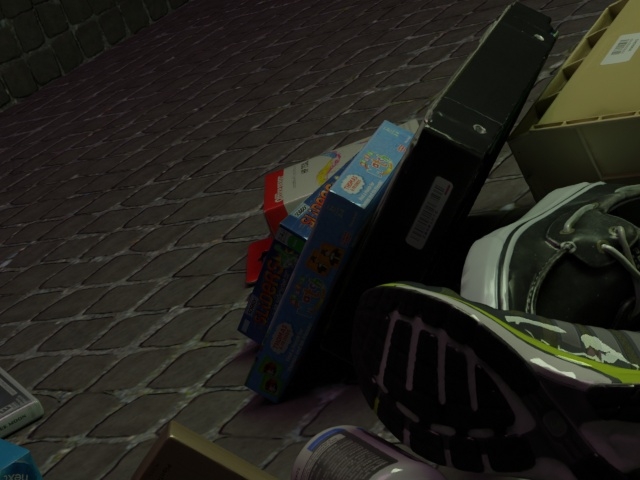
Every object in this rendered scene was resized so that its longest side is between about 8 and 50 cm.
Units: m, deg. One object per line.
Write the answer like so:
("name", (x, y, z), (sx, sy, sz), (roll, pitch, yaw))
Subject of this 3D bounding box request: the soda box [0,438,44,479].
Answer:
("soda box", (-0.308, 0.208, 1.264), (0.071, 0.067, 0.210), (-33, 21, -30))

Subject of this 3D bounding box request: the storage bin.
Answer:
("storage bin", (0.344, -0.132, 1.339), (0.260, 0.123, 0.262), (-5, 34, 43))

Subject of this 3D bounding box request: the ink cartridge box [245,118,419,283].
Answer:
("ink cartridge box", (0.015, -0.043, 1.593), (0.231, 0.078, 0.134), (-21, 18, 5))

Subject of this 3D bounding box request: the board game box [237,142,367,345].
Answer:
("board game box", (0.000, 0.000, 1.415), (0.035, 0.136, 0.201), (31, 36, 11))

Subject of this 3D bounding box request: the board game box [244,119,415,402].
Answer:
("board game box", (0.010, 0.017, 1.270), (0.039, 0.211, 0.160), (28, 31, 5))

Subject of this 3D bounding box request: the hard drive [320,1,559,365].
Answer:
("hard drive", (0.113, -0.058, 1.314), (0.064, 0.237, 0.339), (28, 33, 7))

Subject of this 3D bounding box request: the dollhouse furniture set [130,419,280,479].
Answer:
("dollhouse furniture set", (-0.100, 0.183, 0.978), (0.151, 0.144, 0.123), (-56, 12, 13))

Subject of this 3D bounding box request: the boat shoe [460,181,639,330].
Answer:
("boat shoe", (0.204, 0.020, 1.127), (0.119, 0.121, 0.335), (-16, 16, 31))

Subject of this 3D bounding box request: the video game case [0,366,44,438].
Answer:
("video game case", (-0.382, 0.187, 1.482), (0.173, 0.022, 0.190), (-29, 19, -20))

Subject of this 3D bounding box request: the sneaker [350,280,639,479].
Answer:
("sneaker", (0.155, 0.097, 0.935), (0.300, 0.111, 0.121), (21, 20, 27))

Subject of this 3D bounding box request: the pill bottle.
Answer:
("pill bottle", (0.041, 0.173, 0.949), (0.078, 0.078, 0.137), (-28, 19, -18))
